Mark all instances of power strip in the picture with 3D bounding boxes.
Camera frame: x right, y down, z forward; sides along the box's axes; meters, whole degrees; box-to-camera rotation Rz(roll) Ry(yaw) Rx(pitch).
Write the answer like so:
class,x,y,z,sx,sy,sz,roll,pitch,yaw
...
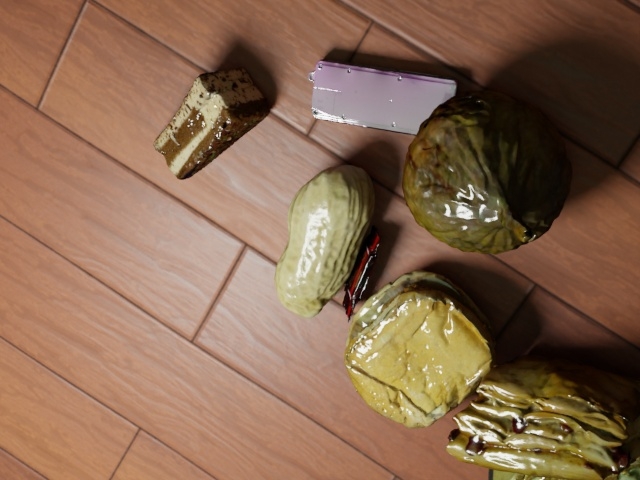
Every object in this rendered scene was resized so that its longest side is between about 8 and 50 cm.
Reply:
class,x,y,z,sx,sy,sz,roll,pitch,yaw
power strip,0.113,-0.253,1.765,0.278,0.037,0.109,11,109,11

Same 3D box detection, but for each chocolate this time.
class,x,y,z,sx,sy,sz,roll,pitch,yaw
chocolate,0.078,0.063,1.850,0.028,0.086,0.183,17,109,-14

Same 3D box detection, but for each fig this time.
class,x,y,z,sx,sy,sz,roll,pitch,yaw
fig,0.282,-0.088,1.590,0.286,0.369,0.286,0,108,-1

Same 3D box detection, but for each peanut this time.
class,x,y,z,sx,sy,sz,roll,pitch,yaw
peanut,0.000,0.000,1.818,0.152,0.152,0.313,20,116,8

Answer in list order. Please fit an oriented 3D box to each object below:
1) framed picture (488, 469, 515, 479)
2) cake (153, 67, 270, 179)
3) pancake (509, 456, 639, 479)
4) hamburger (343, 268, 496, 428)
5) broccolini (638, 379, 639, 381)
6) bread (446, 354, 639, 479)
class,x,y,z,sx,sy,sz,roll,pitch,yaw
framed picture,0.453,0.575,1.934,0.255,0.014,0.339,4,107,14
cake,-0.200,-0.219,1.859,0.112,0.135,0.246,55,141,7
pancake,0.504,0.465,1.858,0.376,0.054,0.197,-13,101,19
hamburger,0.178,0.202,1.830,0.283,0.144,0.259,-39,97,17
broccolini,0.677,0.348,1.790,0.271,0.062,0.123,20,120,6
bread,0.405,0.294,1.714,0.324,0.277,0.167,-2,100,34
